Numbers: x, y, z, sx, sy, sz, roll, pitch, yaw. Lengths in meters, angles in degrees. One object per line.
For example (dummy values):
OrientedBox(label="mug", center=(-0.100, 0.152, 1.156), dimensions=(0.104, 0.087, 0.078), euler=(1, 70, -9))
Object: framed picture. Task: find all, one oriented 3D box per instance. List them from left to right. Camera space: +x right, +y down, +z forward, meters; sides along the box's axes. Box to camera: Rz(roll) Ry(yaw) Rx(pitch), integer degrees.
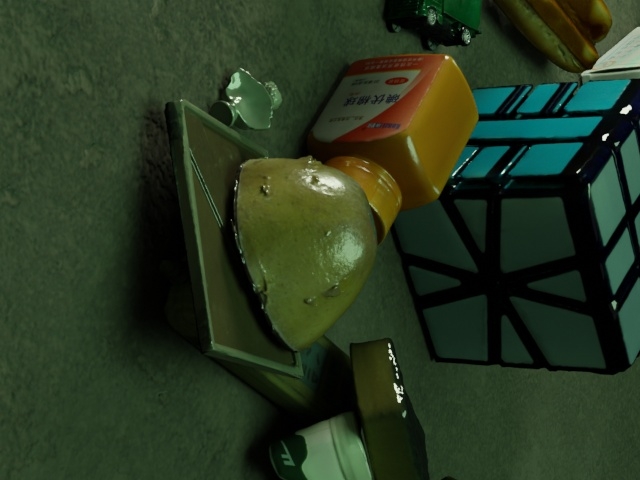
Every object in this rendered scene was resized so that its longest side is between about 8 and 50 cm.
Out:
OrientedBox(label="framed picture", center=(-0.081, 0.002, 1.326), dimensions=(0.189, 0.023, 0.260), euler=(25, 51, -60))

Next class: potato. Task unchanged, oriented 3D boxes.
OrientedBox(label="potato", center=(0.000, 0.000, 1.353), dimensions=(0.182, 0.117, 0.202), euler=(55, 26, -48))

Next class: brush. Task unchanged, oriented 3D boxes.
OrientedBox(label="brush", center=(0.080, 0.209, 1.482), dimensions=(0.123, 0.059, 0.197), euler=(-98, 173, -46))

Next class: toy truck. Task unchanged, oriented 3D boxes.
OrientedBox(label="toy truck", center=(0.145, -0.291, 1.693), dimensions=(0.147, 0.065, 0.079), euler=(10, 80, -55))

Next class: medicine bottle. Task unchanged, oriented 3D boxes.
OrientedBox(label="medicine bottle", center=(0.070, -0.104, 1.518), dimensions=(0.112, 0.149, 0.222), euler=(59, 47, -37))

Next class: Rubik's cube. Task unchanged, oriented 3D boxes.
OrientedBox(label="Rubik's cube", center=(0.287, -0.021, 1.720), dimensions=(0.283, 0.288, 0.293), euler=(-48, 126, -42))

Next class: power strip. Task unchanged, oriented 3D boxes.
OrientedBox(label="power strip", center=(-0.052, 0.112, 1.427), dimensions=(0.387, 0.066, 0.092), euler=(43, 55, -47))

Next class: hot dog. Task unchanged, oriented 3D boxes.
OrientedBox(label="hot dog", center=(0.321, -0.347, 1.917), dimensions=(0.337, 0.100, 0.135), euler=(33, 73, -49))

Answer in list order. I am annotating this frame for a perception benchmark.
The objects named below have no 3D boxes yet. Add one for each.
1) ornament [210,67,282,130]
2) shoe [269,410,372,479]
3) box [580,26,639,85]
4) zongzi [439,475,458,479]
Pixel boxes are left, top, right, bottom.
OrientedBox(label="ornament", center=(-0.075, -0.146, 1.405), dimensions=(0.092, 0.041, 0.068), euler=(7, 63, -44))
OrientedBox(label="shoe", center=(0.008, 0.280, 1.512), dimensions=(0.265, 0.110, 0.095), euler=(80, -4, -52))
OrientedBox(label="box", center=(0.541, -0.287, 2.203), dimensions=(0.269, 0.135, 0.079), euler=(-38, 118, -48))
OrientedBox(label="zongzi", center=(0.141, 0.476, 1.681), dimensions=(0.289, 0.123, 0.260), euler=(-45, 130, -32))
